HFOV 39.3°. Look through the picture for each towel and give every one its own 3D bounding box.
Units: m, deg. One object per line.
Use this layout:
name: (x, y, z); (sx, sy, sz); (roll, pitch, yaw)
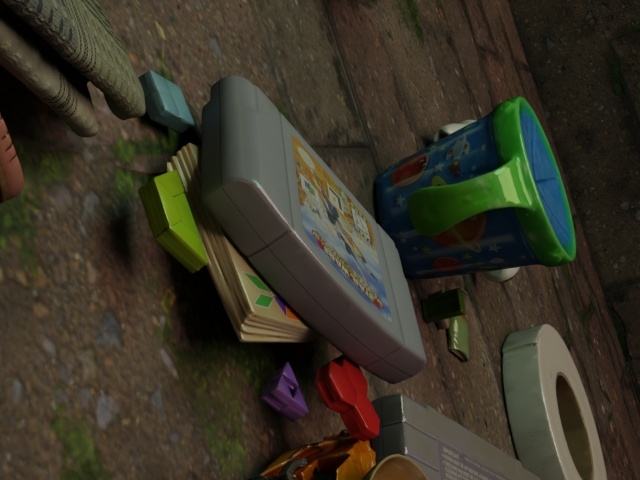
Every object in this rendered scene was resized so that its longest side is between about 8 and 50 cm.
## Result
towel: (-0.211, -0.227, 0.534); (0.324, 0.056, 0.312); (69, -3, -87)

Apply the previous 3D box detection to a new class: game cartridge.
game cartridge: (0.176, 0.339, 1.059); (0.355, 0.068, 0.230); (37, 37, -41)
game cartridge: (0.000, 0.000, 0.837); (0.297, 0.062, 0.198); (46, 18, -35)

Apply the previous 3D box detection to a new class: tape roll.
tape roll: (0.430, 0.344, 1.622); (0.392, 0.072, 0.391); (45, 35, -45)

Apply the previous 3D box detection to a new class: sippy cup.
sippy cup: (0.206, -0.052, 1.232); (0.305, 0.224, 0.240); (44, 36, -46)

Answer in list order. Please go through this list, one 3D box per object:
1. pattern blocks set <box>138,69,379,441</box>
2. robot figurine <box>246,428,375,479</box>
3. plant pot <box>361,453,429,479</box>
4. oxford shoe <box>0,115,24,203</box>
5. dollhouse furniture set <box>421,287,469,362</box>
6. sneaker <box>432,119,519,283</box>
pattern blocks set: (-0.061, 0.011, 0.783); (0.285, 0.026, 0.324); (34, 31, -53)
robot figurine: (-0.007, 0.268, 0.714); (0.291, 0.085, 0.211); (-20, 91, -67)
plant pot: (0.066, 0.292, 0.712); (0.236, 0.032, 0.236); (46, 36, -50)
oxford shoe: (-0.285, -0.121, 0.385); (0.146, 0.141, 0.397); (-50, 139, -16)
dollhouse furniture set: (0.206, 0.117, 1.314); (0.152, 0.059, 0.076); (40, 39, -50)
sneaker: (0.258, -0.066, 1.539); (0.129, 0.111, 0.297); (-4, 72, -50)
